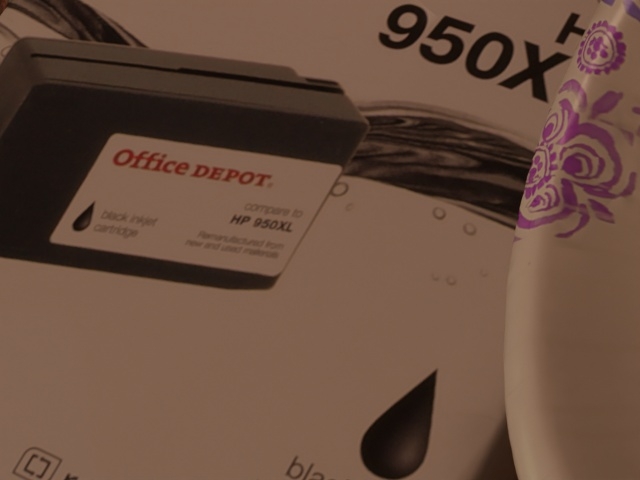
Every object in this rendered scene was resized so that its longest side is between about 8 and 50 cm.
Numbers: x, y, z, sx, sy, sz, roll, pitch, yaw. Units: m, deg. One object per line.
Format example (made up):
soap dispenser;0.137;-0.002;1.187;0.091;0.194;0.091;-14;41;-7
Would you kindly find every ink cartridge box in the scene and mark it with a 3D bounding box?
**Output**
ink cartridge box;-0.013;0.013;0.727;0.285;0.166;0.395;21;69;26

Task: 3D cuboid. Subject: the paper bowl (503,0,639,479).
paper bowl;0.189;0.001;0.471;0.284;0.148;0.284;-43;35;41
